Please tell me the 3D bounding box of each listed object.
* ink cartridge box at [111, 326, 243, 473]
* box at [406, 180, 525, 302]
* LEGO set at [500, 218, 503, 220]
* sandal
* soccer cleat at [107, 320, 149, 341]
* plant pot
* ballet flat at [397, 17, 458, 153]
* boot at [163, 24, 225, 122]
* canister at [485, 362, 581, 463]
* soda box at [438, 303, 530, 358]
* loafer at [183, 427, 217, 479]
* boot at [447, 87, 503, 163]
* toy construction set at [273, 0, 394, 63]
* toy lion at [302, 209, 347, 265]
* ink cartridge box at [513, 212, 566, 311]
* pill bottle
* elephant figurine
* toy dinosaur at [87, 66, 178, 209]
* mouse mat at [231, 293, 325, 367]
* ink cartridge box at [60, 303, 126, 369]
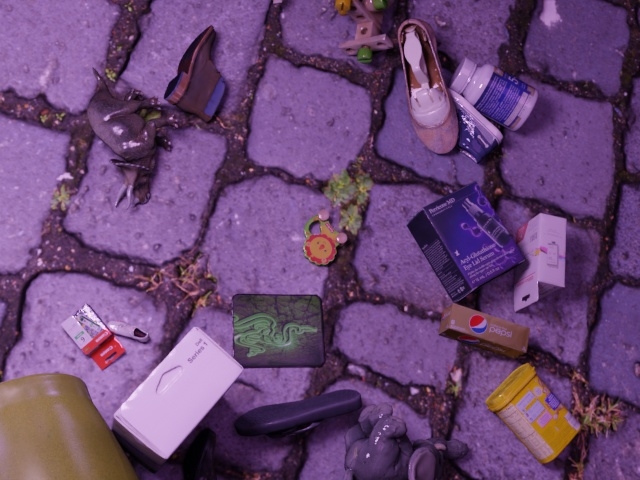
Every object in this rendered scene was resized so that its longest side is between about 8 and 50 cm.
[{"bbox_3d":[-0.259,0.287,1.580,0.117,0.278,0.201,41,66,2],"label":"ink cartridge box"},{"bbox_3d":[0.308,0.002,1.928,0.153,0.108,0.207,-28,81,-21],"label":"box"},{"bbox_3d":[0.367,-0.060,2.009,0.083,0.023,0.054,38,26,12],"label":"LEGO set"},{"bbox_3d":[-0.037,0.344,1.728,0.254,0.097,0.054,-9,101,-17],"label":"sandal"},{"bbox_3d":[-0.367,0.172,1.723,0.083,0.035,0.029,22,67,-7],"label":"soccer cleat"},{"bbox_3d":[-0.455,0.420,1.467,0.366,0.366,0.353,-15,65,-19],"label":"plant pot"},{"bbox_3d":[0.229,-0.348,2.006,0.107,0.106,0.316,-17,82,17],"label":"ballet flat"},{"bbox_3d":[-0.250,-0.357,1.933,0.106,0.082,0.219,35,60,-25],"label":"boot"},{"bbox_3d":[0.442,0.359,1.859,0.126,0.073,0.170,-40,86,-23],"label":"canister"},{"bbox_3d":[0.346,0.192,1.897,0.181,0.061,0.058,17,67,-9],"label":"soda box"},{"bbox_3d":[-0.220,0.435,1.666,0.061,0.062,0.170,27,68,-29],"label":"loafer"},{"bbox_3d":[0.319,-0.264,2.049,0.190,0.069,0.086,43,85,14],"label":"boot"},{"bbox_3d":[0.047,-0.530,2.003,0.309,0.257,0.237,7,81,9],"label":"toy construction set"},{"bbox_3d":[0.000,0.000,1.889,0.096,0.034,0.100,-35,83,-15],"label":"toy lion"},{"bbox_3d":[0.476,0.055,1.951,0.067,0.115,0.198,12,70,-11],"label":"ink cartridge box"},{"bbox_3d":[0.394,-0.341,2.068,0.187,0.112,0.112,28,67,-5],"label":"pill bottle"},{"bbox_3d":[0.169,0.433,1.726,0.239,0.169,0.186,39,94,-16],"label":"elephant figurine"},{"bbox_3d":[-0.395,-0.234,1.813,0.160,0.121,0.313,-27,84,-35],"label":"toy dinosaur"},{"bbox_3d":[-0.084,0.181,1.814,0.190,0.007,0.152,1,71,-14],"label":"mouse mat"},{"bbox_3d":[-0.429,0.182,1.699,0.063,0.029,0.115,-40,85,-8],"label":"ink cartridge box"}]
